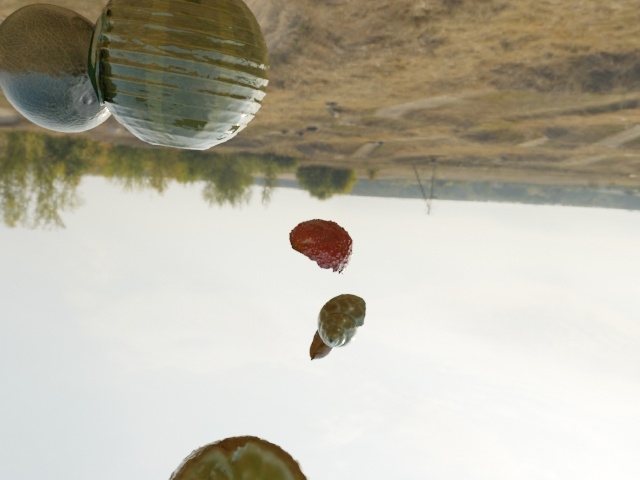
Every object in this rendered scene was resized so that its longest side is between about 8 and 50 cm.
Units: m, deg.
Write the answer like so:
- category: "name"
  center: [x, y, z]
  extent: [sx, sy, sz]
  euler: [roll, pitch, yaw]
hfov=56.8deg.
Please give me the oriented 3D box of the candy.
- category: "candy"
  center: [-0.127, 0.430, 0.906]
  extent: [0.259, 0.260, 0.118]
  euler: [0, 166, -23]

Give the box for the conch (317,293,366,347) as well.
- category: "conch"
  center: [0.044, 0.194, 1.442]
  extent: [0.116, 0.173, 0.106]
  euler: [2, 142, 41]

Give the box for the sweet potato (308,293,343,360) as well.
- category: "sweet potato"
  center: [0.023, 0.245, 1.607]
  extent: [0.068, 0.068, 0.226]
  euler: [6, -130, 29]

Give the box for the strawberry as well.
- category: "strawberry"
  center: [0.000, 0.000, 1.213]
  extent: [0.146, 0.082, 0.187]
  euler: [36, -163, 25]

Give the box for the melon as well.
- category: "melon"
  center: [-0.543, -0.356, 1.223]
  extent: [0.237, 0.238, 0.301]
  euler: [-4, -141, -48]

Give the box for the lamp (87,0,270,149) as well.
- category: "lamp"
  center: [-0.188, -0.267, 0.807]
  extent: [0.250, 0.285, 0.250]
  euler: [8, -166, -2]
